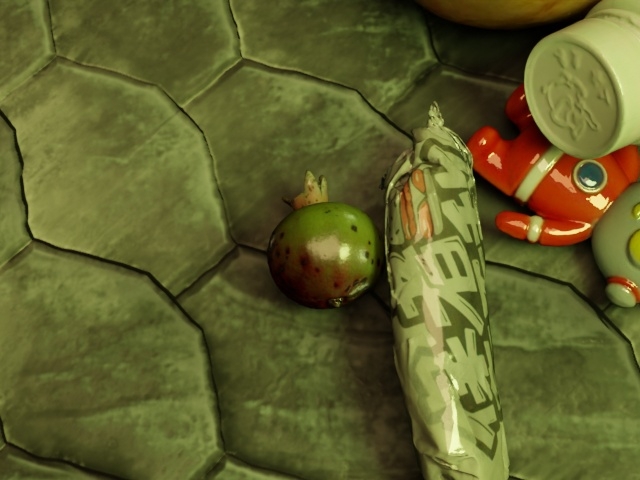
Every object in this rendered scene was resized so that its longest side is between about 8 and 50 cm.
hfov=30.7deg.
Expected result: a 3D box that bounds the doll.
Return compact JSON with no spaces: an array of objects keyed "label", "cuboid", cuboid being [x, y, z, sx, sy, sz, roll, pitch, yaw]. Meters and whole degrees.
[{"label":"doll","cuboid":[0.318,-0.036,1.270,0.336,0.105,0.200,41,75,15]}]

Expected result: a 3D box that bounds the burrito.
[{"label":"burrito","cuboid":[0.126,0.055,1.229,0.101,0.139,0.445,-13,73,30]}]

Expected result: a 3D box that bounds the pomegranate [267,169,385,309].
[{"label":"pomegranate","cuboid":[-0.006,0.002,1.267,0.129,0.129,0.159,-39,67,-9]}]

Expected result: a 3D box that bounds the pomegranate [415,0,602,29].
[{"label":"pomegranate","cuboid":[0.200,-0.433,1.265,0.412,0.411,0.411,-1,72,3]}]

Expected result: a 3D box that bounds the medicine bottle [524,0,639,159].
[{"label":"medicine bottle","cuboid":[0.367,-0.192,1.236,0.293,0.170,0.170,-24,71,-30]}]
